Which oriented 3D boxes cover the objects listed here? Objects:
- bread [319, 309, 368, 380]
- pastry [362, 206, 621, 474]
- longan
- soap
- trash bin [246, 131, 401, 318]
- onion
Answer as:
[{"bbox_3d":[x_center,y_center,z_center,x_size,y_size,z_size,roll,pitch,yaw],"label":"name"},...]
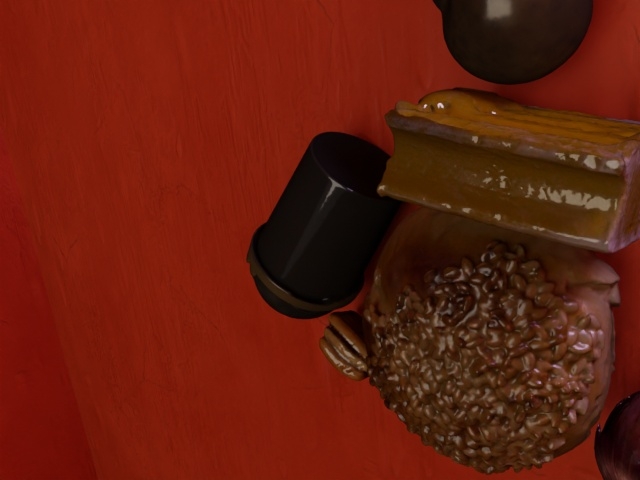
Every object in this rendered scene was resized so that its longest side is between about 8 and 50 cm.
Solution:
[{"bbox_3d":[0.062,0.184,1.129,0.116,0.200,0.077,40,96,15],"label":"bread"},{"bbox_3d":[0.223,0.136,0.908,0.409,0.245,0.410,18,119,36],"label":"pastry"},{"bbox_3d":[0.219,-0.282,0.771,0.204,0.159,0.185,31,149,0],"label":"longan"},{"bbox_3d":[0.253,-0.099,0.760,0.281,0.259,0.143,18,117,39],"label":"soap"},{"bbox_3d":[0.000,0.000,1.093,0.214,0.214,0.334,46,128,19],"label":"trash bin"},{"bbox_3d":[0.468,0.292,0.781,0.252,0.219,0.252,158,90,-87],"label":"onion"}]
